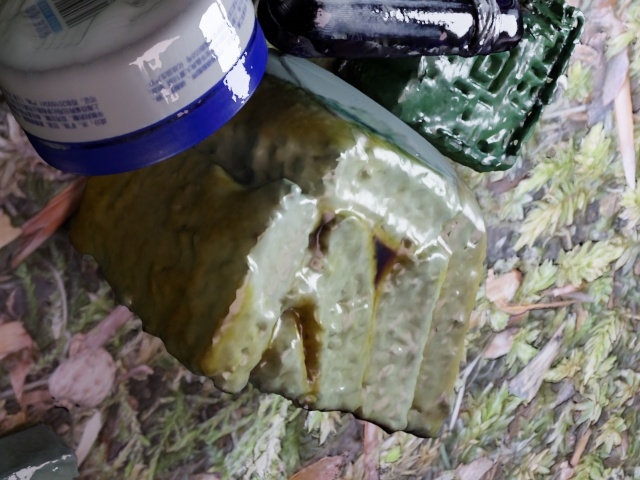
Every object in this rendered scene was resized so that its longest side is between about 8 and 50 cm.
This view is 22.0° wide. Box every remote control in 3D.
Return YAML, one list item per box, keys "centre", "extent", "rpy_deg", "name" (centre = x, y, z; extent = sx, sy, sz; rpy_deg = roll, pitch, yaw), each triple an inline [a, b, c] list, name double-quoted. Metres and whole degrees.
- centre: [0.074, -0.205, 1.441]
  extent: [0.265, 0.090, 0.066]
  rpy_deg: [-5, 157, -28]
  name: "remote control"

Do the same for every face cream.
- centre: [-0.152, -0.155, 1.273]
  extent: [0.206, 0.206, 0.111]
  rpy_deg: [-37, 128, -18]
  name: "face cream"

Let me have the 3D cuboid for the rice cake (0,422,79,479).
- centre: [-0.369, 0.247, 1.424]
  extent: [0.336, 0.066, 0.063]
  rpy_deg: [-20, 126, -30]
  name: "rice cake"

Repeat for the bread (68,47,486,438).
- centre: [0.007, -0.002, 1.474]
  extent: [0.395, 0.239, 0.264]
  rpy_deg: [21, 100, -46]
  name: "bread"

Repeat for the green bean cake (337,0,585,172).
- centre: [0.138, -0.179, 1.580]
  extent: [0.208, 0.107, 0.193]
  rpy_deg: [25, 97, -44]
  name: "green bean cake"
